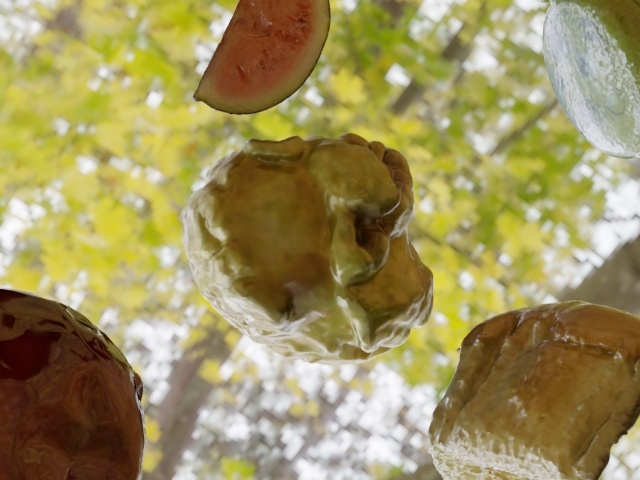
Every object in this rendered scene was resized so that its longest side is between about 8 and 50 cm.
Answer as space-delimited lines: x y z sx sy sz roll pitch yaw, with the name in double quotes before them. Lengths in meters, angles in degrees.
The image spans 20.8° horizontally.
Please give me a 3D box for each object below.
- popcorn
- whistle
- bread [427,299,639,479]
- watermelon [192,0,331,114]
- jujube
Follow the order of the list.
"popcorn" 0.000 0.000 1.492 0.226 0.203 0.200 26 169 4
"whistle" 0.147 -0.139 0.962 0.057 0.104 0.198 -24 -91 -18
"bread" 0.160 0.127 1.367 0.133 0.174 0.251 31 160 2
"watermelon" -0.047 -0.178 1.511 0.087 0.163 0.069 27 180 -20
"jujube" -0.185 0.084 0.759 0.230 0.155 0.155 -4 179 36
